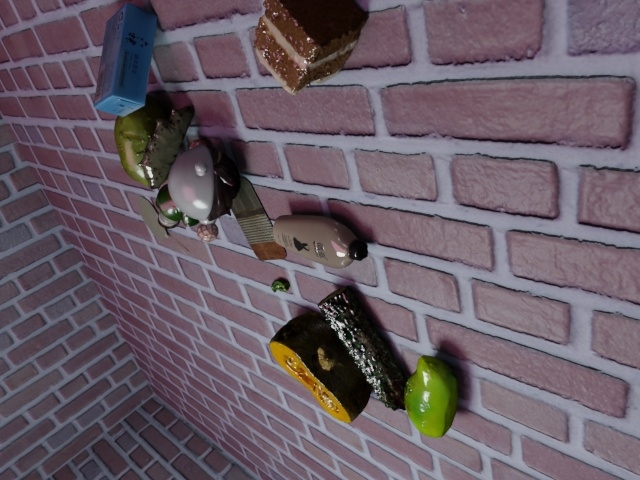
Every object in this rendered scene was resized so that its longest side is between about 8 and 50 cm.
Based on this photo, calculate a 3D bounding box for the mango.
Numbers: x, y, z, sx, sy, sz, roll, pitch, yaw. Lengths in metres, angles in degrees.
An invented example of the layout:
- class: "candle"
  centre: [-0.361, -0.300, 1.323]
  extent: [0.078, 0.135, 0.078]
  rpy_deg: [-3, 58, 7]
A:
- class: "mango"
  centre: [0.246, 0.343, 1.135]
  extent: [0.126, 0.111, 0.232]
  rpy_deg: [15, 129, 37]

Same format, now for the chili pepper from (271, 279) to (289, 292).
- class: "chili pepper"
  centre: [-0.120, 0.132, 1.455]
  extent: [0.034, 0.030, 0.091]
  rpy_deg: [38, 154, -23]

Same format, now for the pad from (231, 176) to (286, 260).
- class: "pad"
  centre: [-0.251, -0.034, 1.439]
  extent: [0.323, 0.055, 0.249]
  rpy_deg: [-16, 108, 36]

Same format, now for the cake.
- class: "cake"
  centre: [-0.024, -0.340, 0.839]
  extent: [0.134, 0.135, 0.147]
  rpy_deg: [53, 151, 0]

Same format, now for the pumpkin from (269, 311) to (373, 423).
- class: "pumpkin"
  centre: [0.011, 0.342, 1.387]
  extent: [0.317, 0.139, 0.221]
  rpy_deg: [45, 148, 13]

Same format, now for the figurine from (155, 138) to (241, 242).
- class: "figurine"
  centre: [-0.336, -0.127, 1.320]
  extent: [0.370, 0.167, 0.281]
  rpy_deg: [-21, 73, 50]

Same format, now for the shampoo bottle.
- class: "shampoo bottle"
  centre: [0.000, 0.000, 1.152]
  extent: [0.257, 0.078, 0.127]
  rpy_deg: [13, 125, 41]

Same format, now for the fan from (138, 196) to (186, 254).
- class: "fan"
  centre: [-0.583, -0.040, 1.865]
  extent: [0.310, 0.010, 0.182]
  rpy_deg: [41, 145, 22]

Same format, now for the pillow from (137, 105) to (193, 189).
- class: "pillow"
  centre: [-0.405, -0.244, 1.299]
  extent: [0.051, 0.093, 0.241]
  rpy_deg: [36, 103, 39]

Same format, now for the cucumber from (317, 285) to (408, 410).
- class: "cucumber"
  centre: [0.121, 0.282, 1.243]
  extent: [0.359, 0.096, 0.096]
  rpy_deg: [58, 146, -5]

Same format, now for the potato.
- class: "potato"
  centre: [-0.484, -0.272, 1.385]
  extent: [0.149, 0.186, 0.253]
  rpy_deg: [-8, 85, 17]

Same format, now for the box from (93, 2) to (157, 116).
- class: "box"
  centre: [-0.475, -0.433, 1.229]
  extent: [0.143, 0.083, 0.232]
  rpy_deg: [0, 81, 50]
